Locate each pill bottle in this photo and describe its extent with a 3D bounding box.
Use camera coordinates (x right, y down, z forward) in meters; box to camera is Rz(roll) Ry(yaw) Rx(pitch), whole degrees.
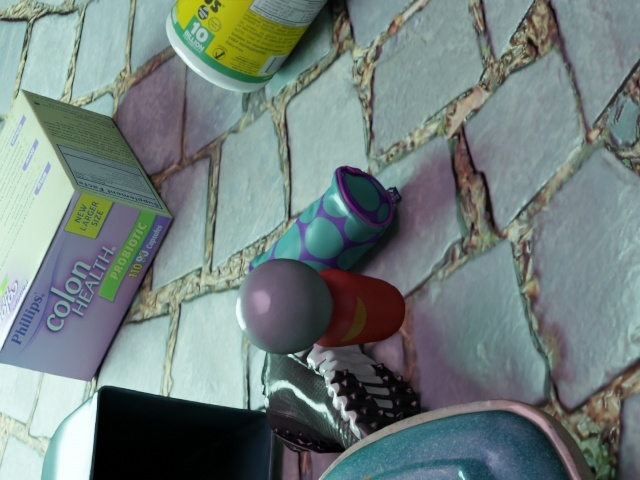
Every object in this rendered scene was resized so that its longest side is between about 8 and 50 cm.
[{"bbox_3d":[-0.046,-0.248,1.594,0.208,0.117,0.117,-51,39,32],"label":"pill bottle"}]

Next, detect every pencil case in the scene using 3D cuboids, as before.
[{"bbox_3d":[0.000,0.000,1.465,0.151,0.064,0.070,-45,43,39],"label":"pencil case"}]

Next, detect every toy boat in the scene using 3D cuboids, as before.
[{"bbox_3d":[0.042,0.159,1.177,0.267,0.148,0.318,-35,66,31],"label":"toy boat"}]

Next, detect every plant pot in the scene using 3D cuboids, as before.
[{"bbox_3d":[-0.168,0.245,1.535,0.234,0.165,0.165,-32,51,58],"label":"plant pot"}]

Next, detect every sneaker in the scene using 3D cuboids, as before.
[{"bbox_3d":[0.011,0.138,1.383,0.234,0.078,0.106,48,124,54],"label":"sneaker"}]

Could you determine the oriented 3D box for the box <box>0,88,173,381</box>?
[{"bbox_3d":[-0.286,-0.008,1.859,0.213,0.117,0.243,-62,33,18],"label":"box"}]
